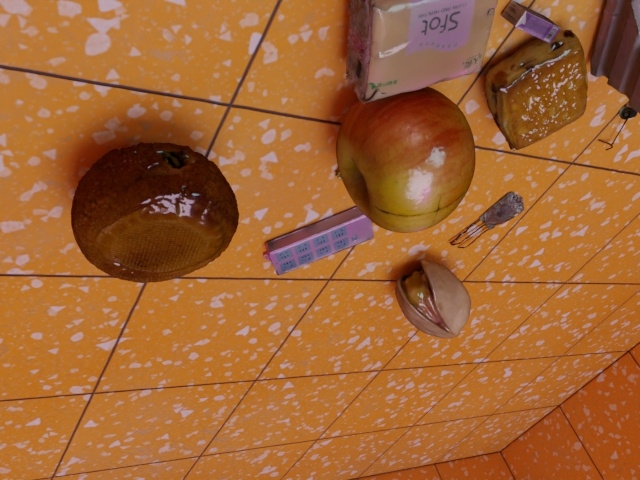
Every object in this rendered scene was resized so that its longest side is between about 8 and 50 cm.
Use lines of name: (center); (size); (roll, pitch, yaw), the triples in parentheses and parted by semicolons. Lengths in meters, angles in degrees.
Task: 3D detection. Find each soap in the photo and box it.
soap: (0.674, -0.398, 1.347); (0.158, 0.258, 0.302); (-20, 145, -4)

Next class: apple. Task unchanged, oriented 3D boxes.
apple: (0.166, -0.159, 1.343); (0.233, 0.286, 0.286); (-25, 147, -16)

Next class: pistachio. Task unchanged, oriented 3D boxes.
pistachio: (0.318, 0.174, 1.962); (0.187, 0.188, 0.299); (-34, 140, 14)

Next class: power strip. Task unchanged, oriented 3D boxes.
power strip: (0.000, 0.000, 1.662); (0.278, 0.038, 0.109); (-22, 145, -4)

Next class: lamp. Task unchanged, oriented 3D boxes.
lamp: (0.750, -0.283, 1.748); (0.054, 0.041, 0.121); (-9, 140, -36)

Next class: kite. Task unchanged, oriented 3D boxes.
kite: (0.456, -0.046, 1.903); (0.229, 0.016, 0.127); (-38, 140, 18)

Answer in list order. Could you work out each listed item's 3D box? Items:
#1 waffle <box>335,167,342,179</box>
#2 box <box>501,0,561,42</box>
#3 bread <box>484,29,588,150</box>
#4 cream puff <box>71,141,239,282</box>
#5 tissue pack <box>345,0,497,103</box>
waffle: (0.077, -0.156, 1.520); (0.085, 0.016, 0.078); (14, 131, -44)
box: (0.404, -0.419, 1.336); (0.117, 0.051, 0.036); (8, 127, -36)
bread: (0.451, -0.315, 1.469); (0.210, 0.099, 0.235); (-29, 140, 3)
cream puff: (-0.300, -0.062, 1.250); (0.302, 0.212, 0.303); (-11, 149, -7)
tissue pack: (0.171, -0.369, 1.200); (0.256, 0.123, 0.215); (-21, 144, -19)
